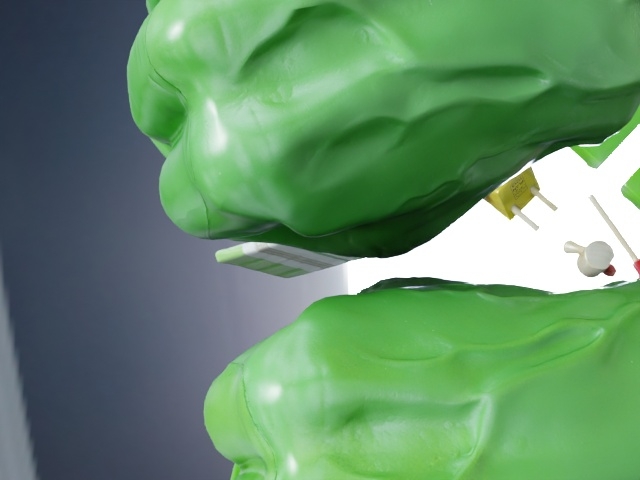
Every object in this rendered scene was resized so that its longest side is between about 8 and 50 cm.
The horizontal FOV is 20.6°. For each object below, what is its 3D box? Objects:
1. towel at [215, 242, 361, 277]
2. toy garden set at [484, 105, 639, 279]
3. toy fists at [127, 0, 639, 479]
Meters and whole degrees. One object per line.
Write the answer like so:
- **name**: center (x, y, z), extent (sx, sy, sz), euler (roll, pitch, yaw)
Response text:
- **towel**: center (0.000, 0.000, 1.525), extent (0.113, 0.152, 0.023), euler (18, -119, -56)
- **toy garden set**: center (0.253, -0.053, 1.545), extent (0.244, 0.049, 0.204), euler (43, -108, 7)
- **toy fists**: center (0.024, 0.004, 0.503), extent (0.142, 0.096, 0.279), euler (-11, -94, -26)
